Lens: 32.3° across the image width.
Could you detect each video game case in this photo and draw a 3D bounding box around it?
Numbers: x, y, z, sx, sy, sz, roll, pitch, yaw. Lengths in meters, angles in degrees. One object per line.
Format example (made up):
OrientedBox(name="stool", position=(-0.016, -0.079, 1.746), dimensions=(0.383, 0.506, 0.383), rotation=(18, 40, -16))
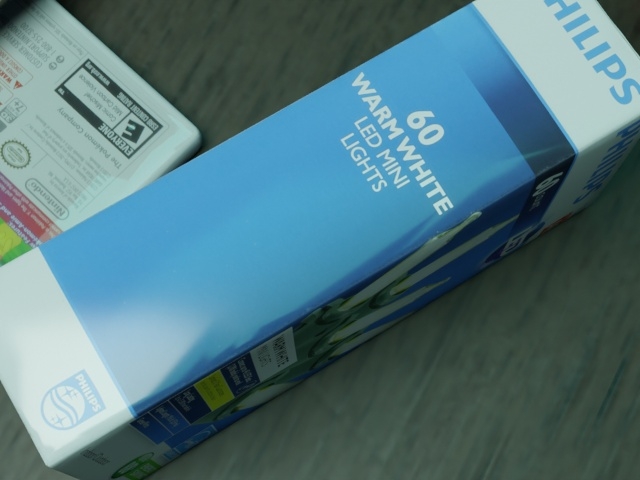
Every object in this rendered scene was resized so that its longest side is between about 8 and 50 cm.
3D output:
OrientedBox(name="video game case", position=(-0.191, -0.051, 0.532), dimensions=(0.201, 0.023, 0.183), rotation=(42, 78, 10))

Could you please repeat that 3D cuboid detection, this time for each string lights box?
OrientedBox(name="string lights box", position=(0.000, 0.000, 0.458), dimensions=(0.260, 0.133, 0.076), rotation=(-30, 75, -8))

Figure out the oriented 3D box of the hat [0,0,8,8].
OrientedBox(name="hat", position=(-0.273, -0.218, 0.486), dimensions=(0.332, 0.134, 0.331), rotation=(-2, 81, 11))
